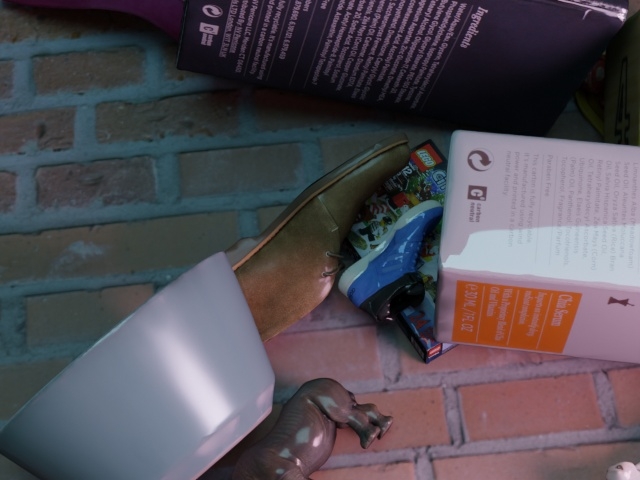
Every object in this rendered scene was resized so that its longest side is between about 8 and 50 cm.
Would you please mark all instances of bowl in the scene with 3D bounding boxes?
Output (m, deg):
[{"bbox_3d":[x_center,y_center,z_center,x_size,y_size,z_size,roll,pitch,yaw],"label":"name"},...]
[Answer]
[{"bbox_3d":[-0.168,0.171,1.365,0.311,0.311,0.163,-39,87,-16],"label":"bowl"}]

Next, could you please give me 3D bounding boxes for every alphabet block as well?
[{"bbox_3d":[0.428,-0.153,1.478,0.192,0.197,0.193,0,89,-1],"label":"alphabet block"}]

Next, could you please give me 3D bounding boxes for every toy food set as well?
[{"bbox_3d":[0.385,-0.194,1.632,0.128,0.071,0.218,-32,65,-13],"label":"toy food set"}]

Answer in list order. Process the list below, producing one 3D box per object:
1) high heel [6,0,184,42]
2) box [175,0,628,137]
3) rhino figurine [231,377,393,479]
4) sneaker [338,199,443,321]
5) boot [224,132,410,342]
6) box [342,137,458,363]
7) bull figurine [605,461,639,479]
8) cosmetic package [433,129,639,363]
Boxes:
[{"bbox_3d":[-0.246,-0.293,1.724,0.377,0.127,0.181,40,114,9],"label":"high heel"},{"bbox_3d":[0.100,-0.427,1.591,0.471,0.297,0.480,10,63,-6],"label":"box"},{"bbox_3d":[-0.034,0.249,1.419,0.106,0.073,0.243,36,71,15],"label":"rhino figurine"},{"bbox_3d":[0.101,0.028,1.483,0.152,0.058,0.084,-41,62,-11],"label":"sneaker"},{"bbox_3d":[0.000,0.000,1.505,0.305,0.112,0.115,-41,82,9],"label":"boot"},{"bbox_3d":[0.127,0.009,1.552,0.159,0.044,0.233,-30,65,-11],"label":"box"},{"bbox_3d":[0.455,0.236,1.388,0.310,0.101,0.188,6,61,6],"label":"bull figurine"},{"bbox_3d":[0.350,0.023,1.376,0.453,0.230,0.162,5,67,7],"label":"cosmetic package"}]
